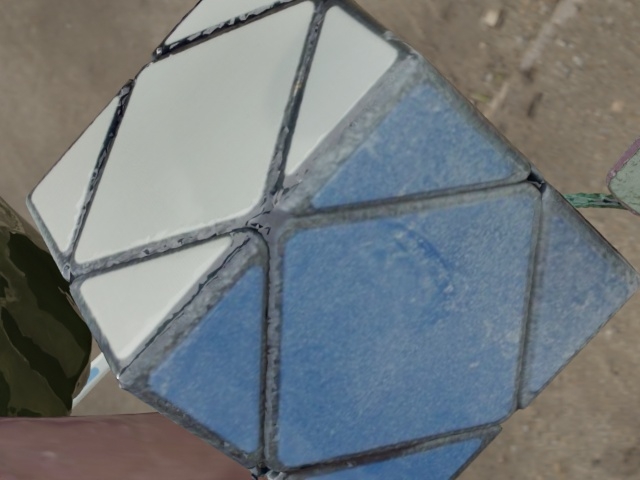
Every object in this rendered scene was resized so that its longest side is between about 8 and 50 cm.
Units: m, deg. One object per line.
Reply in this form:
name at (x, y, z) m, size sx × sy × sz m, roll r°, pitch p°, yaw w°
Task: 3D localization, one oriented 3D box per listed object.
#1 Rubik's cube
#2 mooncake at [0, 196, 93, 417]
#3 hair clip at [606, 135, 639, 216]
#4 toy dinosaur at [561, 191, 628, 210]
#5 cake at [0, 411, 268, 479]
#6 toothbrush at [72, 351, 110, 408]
Rubik's cube at (0.000, 0.000, 0.767) m, size 0.205 × 0.205 × 0.207 m, roll -48°, pitch 37°, yaw 3°
mooncake at (-0.362, 0.111, 1.181) m, size 0.356 × 0.194 × 0.356 m, roll -24°, pitch 40°, yaw 22°
hair clip at (0.224, -0.059, 0.841) m, size 0.137 × 0.054 × 0.022 m, roll -47°, pitch 17°, yaw 44°
toy dinosaur at (0.357, -0.073, 1.040) m, size 0.383 × 0.129 × 0.076 m, roll -23°, pitch 87°, yaw 19°
cake at (-0.093, 0.248, 0.894) m, size 0.230 × 0.308 × 0.237 m, roll -117°, pitch 33°, yaw -53°
toothbrush at (-0.220, 0.115, 1.672) m, size 0.386 × 0.040 × 0.040 m, roll -42°, pitch 63°, yaw 17°
